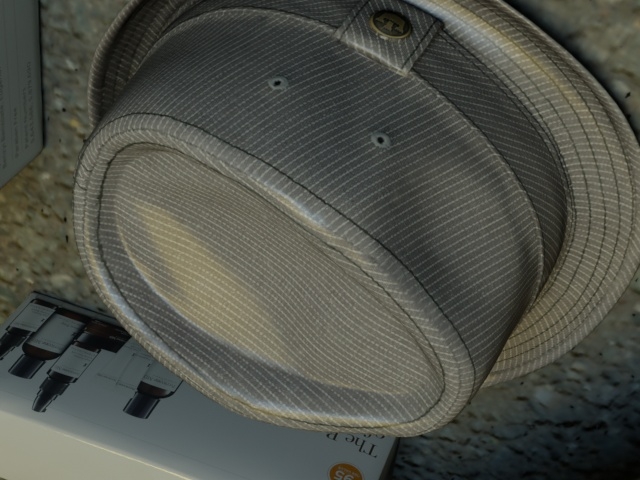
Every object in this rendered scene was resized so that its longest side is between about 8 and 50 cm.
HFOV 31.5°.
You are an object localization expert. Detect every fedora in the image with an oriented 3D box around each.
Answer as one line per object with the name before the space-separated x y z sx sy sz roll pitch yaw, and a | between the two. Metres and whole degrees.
fedora | 0.000 0.000 0.506 0.275 0.124 0.243 35 130 -2

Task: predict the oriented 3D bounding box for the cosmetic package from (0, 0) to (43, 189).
cosmetic package | -0.240 -0.078 0.517 0.151 0.183 0.151 17 128 11

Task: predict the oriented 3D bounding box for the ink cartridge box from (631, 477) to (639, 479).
ink cartridge box | 0.164 0.218 0.594 0.307 0.072 0.304 21 138 -36

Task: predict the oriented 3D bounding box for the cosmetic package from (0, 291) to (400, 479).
cosmetic package | -0.082 0.110 0.636 0.239 0.099 0.060 17 129 11
